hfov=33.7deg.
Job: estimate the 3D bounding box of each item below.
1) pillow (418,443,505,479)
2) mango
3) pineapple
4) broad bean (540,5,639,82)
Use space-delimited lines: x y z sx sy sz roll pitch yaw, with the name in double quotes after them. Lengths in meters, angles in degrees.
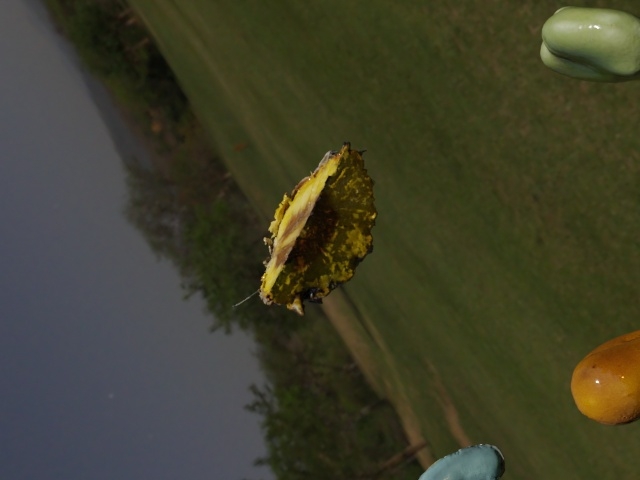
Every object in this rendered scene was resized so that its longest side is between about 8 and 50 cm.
0.281 0.507 1.954 0.233 0.214 0.086 58 -172 7 "pillow"
0.348 0.143 1.137 0.105 0.159 0.084 -89 -20 -77 "mango"
-0.002 -0.002 1.876 0.161 0.334 0.158 25 174 -31 "pineapple"
0.391 -0.271 1.470 0.169 0.100 0.228 19 -172 4 "broad bean"
